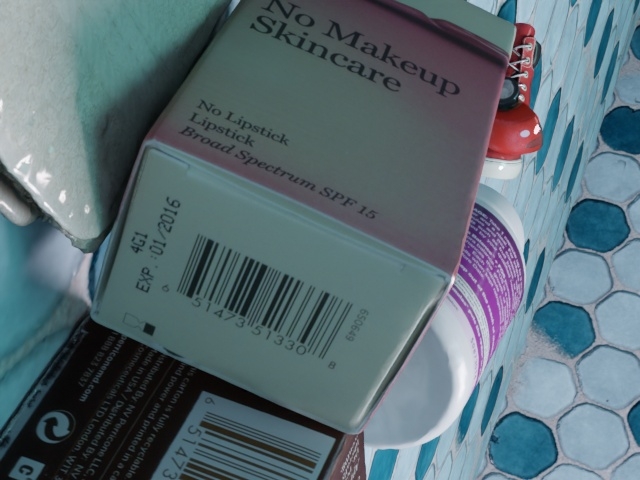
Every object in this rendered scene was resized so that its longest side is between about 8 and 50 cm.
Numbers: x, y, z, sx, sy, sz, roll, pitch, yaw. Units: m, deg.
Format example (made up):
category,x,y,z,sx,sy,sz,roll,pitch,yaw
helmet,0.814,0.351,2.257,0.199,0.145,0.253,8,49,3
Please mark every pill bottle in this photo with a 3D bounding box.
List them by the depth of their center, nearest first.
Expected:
category,x,y,z,sx,sy,sz,roll,pitch,yaw
pill bottle,0.096,0.050,1.027,0.301,0.169,0.169,-43,146,-57

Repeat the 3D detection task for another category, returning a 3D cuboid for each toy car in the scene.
category,x,y,z,sx,sy,sz,roll,pitch,yaw
toy car,0.058,-0.152,0.819,0.053,0.239,0.225,-36,-175,-3

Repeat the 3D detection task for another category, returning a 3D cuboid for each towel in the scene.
category,x,y,z,sx,sy,sz,roll,pitch,yaw
towel,-0.112,-0.127,0.430,0.282,0.049,0.187,71,38,-61

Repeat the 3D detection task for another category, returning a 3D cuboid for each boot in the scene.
category,x,y,z,sx,sy,sz,roll,pitch,yaw
boot,0.224,-0.177,1.363,0.244,0.088,0.176,-53,154,-67

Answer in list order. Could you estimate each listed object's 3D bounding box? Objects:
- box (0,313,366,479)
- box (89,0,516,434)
category,x,y,z,sx,sy,sz,roll,pitch,yaw
box,-0.078,0.179,0.611,0.203,0.167,0.168,86,26,-49
box,0.001,-0.042,0.580,0.232,0.149,0.126,-68,-177,-49
